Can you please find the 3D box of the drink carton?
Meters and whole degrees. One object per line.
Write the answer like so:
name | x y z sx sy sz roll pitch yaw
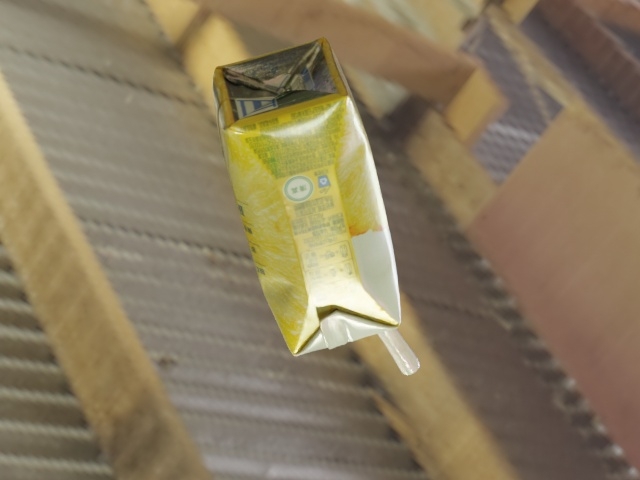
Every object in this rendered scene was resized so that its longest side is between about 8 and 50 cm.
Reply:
drink carton | 0.000 0.000 0.833 0.084 0.074 0.200 -110 6 -56
